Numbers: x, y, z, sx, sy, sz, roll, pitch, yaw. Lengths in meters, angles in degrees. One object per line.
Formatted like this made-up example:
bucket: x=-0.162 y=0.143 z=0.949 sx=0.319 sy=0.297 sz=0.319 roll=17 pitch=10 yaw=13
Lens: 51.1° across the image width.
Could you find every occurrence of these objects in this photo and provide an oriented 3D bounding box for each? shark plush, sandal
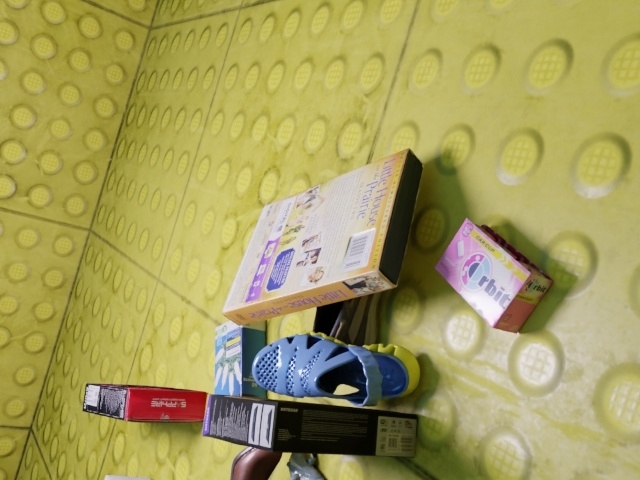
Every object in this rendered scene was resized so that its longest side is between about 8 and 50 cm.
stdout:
shark plush: x=-0.029 y=0.477 z=1.420 sx=0.067 sy=0.073 sz=0.161 roll=-37 pitch=28 yaw=9
sandal: x=0.014 y=0.239 z=1.226 sx=0.318 sy=0.138 sz=0.126 roll=-4 pitch=93 yaw=21

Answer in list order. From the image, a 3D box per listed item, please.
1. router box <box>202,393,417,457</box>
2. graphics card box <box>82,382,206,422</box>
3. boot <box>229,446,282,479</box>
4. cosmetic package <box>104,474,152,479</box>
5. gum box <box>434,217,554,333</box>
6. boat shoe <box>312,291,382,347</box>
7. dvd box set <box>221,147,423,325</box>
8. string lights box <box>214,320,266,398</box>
router box: x=-0.020 y=0.335 z=1.210 sx=0.243 sy=0.309 sz=0.081 roll=-12 pitch=68 yaw=52
graphics card box: x=-0.515 y=0.467 z=1.935 sx=0.371 sy=0.233 sz=0.094 roll=-15 pitch=69 yaw=53
boot: x=-0.120 y=0.574 z=1.333 sx=0.264 sy=0.096 sz=0.280 roll=-47 pitch=41 yaw=5
cosmetic package: x=-0.509 y=0.829 z=1.847 sx=0.365 sy=0.155 sz=0.196 roll=27 pitch=98 yaw=56
gum box: x=0.280 y=0.053 z=1.115 sx=0.107 sy=0.062 sz=0.188 roll=-61 pitch=36 yaw=18
boat shoe: x=0.050 y=0.095 z=1.369 sx=0.132 sy=0.130 sz=0.355 roll=-20 pitch=61 yaw=50
dvd box set: x=0.000 y=0.000 z=1.358 sx=0.420 sy=0.062 sz=0.307 roll=-19 pitch=41 yaw=39
string lights box: x=-0.201 y=0.331 z=1.680 sx=0.133 sy=0.077 sz=0.259 roll=-31 pitch=53 yaw=44
